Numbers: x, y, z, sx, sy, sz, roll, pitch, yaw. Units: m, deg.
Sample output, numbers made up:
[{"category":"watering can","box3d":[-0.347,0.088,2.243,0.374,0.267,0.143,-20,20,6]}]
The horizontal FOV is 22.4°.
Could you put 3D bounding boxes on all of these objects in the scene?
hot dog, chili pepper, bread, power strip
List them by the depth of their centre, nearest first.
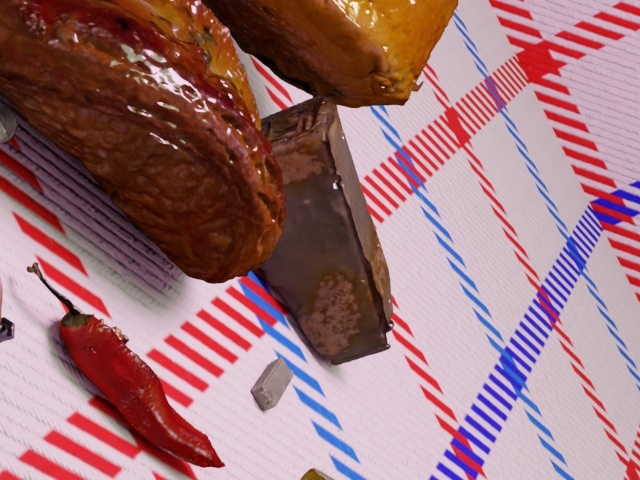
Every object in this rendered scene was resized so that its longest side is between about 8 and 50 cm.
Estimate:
[{"category":"chili pepper","box3d":[-0.163,0.118,1.360,0.050,0.059,0.268,-51,124,-24]},{"category":"hot dog","box3d":[-0.157,-0.128,1.448,0.387,0.174,0.267,47,11,-41]},{"category":"power strip","box3d":[-0.047,0.144,1.631,0.027,0.017,0.083,61,22,-11]},{"category":"bread","box3d":[-0.024,-0.300,1.764,0.358,0.204,0.337,35,-12,18]}]

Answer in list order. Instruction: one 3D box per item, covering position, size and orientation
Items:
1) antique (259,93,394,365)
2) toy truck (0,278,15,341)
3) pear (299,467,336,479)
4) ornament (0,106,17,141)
[{"category":"antique","box3d":[0.000,0.000,1.757,0.125,0.150,0.284,-75,143,-59]},{"category":"toy truck","box3d":[-0.269,0.079,1.103,0.092,0.083,0.192,43,31,-43]},{"category":"pear","box3d":[0.015,0.286,1.502,0.141,0.104,0.141,40,-5,4]},{"category":"ornament","box3d":[-0.284,-0.105,1.325,0.092,0.041,0.068,32,18,-40]}]
